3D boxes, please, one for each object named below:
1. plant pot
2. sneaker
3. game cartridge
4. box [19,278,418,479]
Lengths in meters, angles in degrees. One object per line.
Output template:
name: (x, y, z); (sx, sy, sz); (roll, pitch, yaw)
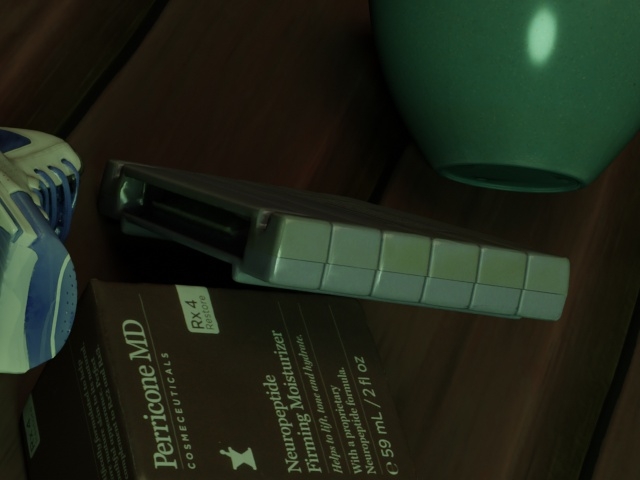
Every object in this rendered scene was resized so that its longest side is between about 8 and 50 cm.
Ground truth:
plant pot: (0.176, -0.149, 1.719); (0.290, 0.290, 0.195); (10, 81, -24)
sneaker: (-0.225, -0.023, 1.377); (0.182, 0.127, 0.315); (4, 19, -40)
game cartridge: (0.000, 0.000, 1.440); (0.230, 0.068, 0.355); (13, 2, -25)
box: (-0.073, 0.144, 1.326); (0.203, 0.167, 0.168); (5, 48, -28)
